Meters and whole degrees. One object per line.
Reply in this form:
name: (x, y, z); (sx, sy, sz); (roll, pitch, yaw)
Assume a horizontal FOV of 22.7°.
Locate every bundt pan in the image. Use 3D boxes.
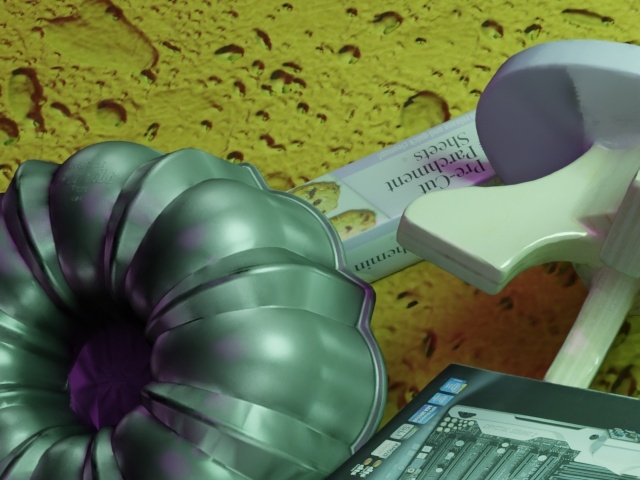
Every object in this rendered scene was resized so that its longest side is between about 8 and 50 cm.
bundt pan: (-0.133, 0.084, 0.984); (0.331, 0.124, 0.330); (-6, 73, 19)

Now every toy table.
toy table: (0.195, 0.005, 0.960); (0.274, 0.252, 0.161); (20, 50, 21)

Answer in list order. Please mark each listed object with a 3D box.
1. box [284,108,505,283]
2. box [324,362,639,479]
box: (0.000, 0.000, 1.110); (0.324, 0.063, 0.067); (-23, 54, -3)
box: (0.080, 0.192, 0.839); (0.242, 0.076, 0.307); (8, 35, 45)
